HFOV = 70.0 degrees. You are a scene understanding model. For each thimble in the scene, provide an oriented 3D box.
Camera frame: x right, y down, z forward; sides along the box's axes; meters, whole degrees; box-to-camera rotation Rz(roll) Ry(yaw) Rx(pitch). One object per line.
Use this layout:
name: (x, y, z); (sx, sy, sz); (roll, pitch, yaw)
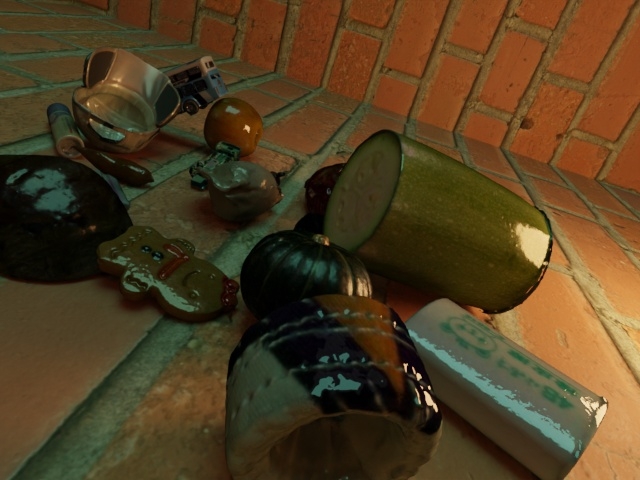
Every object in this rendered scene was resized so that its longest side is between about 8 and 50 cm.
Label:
thimble: (0.013, 0.183, 0.501); (0.238, 0.237, 0.150); (9, 33, -17)

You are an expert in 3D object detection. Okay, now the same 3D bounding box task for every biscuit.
biscuit: (-0.238, 0.053, 0.736); (0.226, 0.036, 0.166); (34, 32, 5)

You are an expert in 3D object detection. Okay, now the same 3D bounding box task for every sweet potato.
sweet potato: (-0.469, -0.169, 1.026); (0.195, 0.056, 0.056); (22, 26, -11)

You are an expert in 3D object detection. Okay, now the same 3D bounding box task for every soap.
soap: (-0.441, -0.085, 0.889); (0.100, 0.056, 0.149); (-3, 34, -38)

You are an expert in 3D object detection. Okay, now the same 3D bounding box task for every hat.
hat: (-0.495, -0.349, 1.151); (0.232, 0.274, 0.161); (28, -22, -34)

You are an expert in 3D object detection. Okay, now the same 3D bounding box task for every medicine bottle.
medicine bottle: (-0.631, -0.274, 1.124); (0.059, 0.059, 0.231); (-4, 34, -36)

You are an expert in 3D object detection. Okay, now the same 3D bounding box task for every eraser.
eraser: (0.268, 0.215, 0.710); (0.290, 0.104, 0.189); (34, 35, 30)

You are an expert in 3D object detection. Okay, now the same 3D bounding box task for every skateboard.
skateboard: (-0.170, -0.151, 1.178); (0.152, 0.067, 0.080); (-6, 26, -31)

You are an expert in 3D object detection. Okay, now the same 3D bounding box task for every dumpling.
dumpling: (-0.192, -0.117, 1.021); (0.173, 0.142, 0.247); (27, 6, 24)

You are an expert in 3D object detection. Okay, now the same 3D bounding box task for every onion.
onion: (0.073, -0.133, 1.173); (0.230, 0.163, 0.229); (13, 36, -10)

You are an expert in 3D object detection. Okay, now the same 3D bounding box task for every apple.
apple: (-0.248, -0.324, 1.325); (0.155, 0.182, 0.182); (25, 26, -7)

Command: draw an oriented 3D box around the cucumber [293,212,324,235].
cucumber: (0.000, 0.000, 0.980); (0.116, 0.085, 0.193); (7, 22, -16)

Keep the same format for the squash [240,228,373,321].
squash: (-0.023, 0.074, 0.717); (0.218, 0.172, 0.218); (10, 23, -4)

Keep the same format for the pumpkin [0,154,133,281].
pumpkin: (-0.441, -0.039, 0.712); (0.313, 0.148, 0.169); (1, 29, -26)

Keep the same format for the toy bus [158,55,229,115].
toy bus: (-0.419, -0.407, 1.285); (0.298, 0.130, 0.106); (-14, 24, 13)

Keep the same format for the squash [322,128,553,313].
squash: (0.231, -0.027, 0.892); (0.385, 0.263, 0.263); (21, 25, -22)

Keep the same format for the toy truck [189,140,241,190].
toy truck: (-0.269, -0.177, 1.167); (0.067, 0.081, 0.175); (22, 46, 9)
